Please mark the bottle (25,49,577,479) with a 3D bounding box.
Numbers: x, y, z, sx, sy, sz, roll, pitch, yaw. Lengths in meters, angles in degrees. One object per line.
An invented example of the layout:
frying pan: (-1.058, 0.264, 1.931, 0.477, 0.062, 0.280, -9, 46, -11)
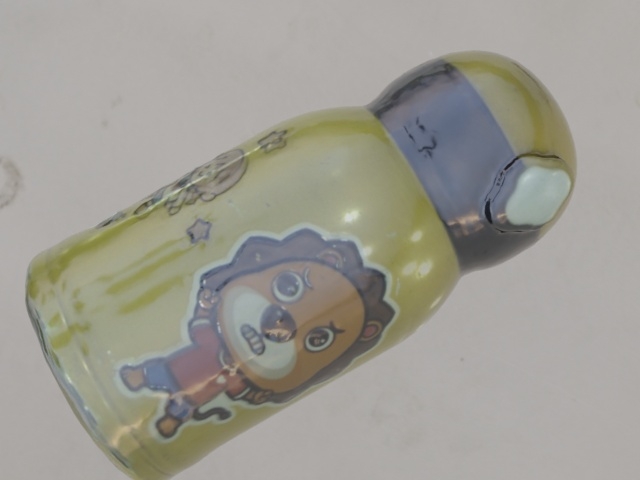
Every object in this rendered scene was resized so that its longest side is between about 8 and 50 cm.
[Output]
bottle: (0.000, 0.000, 0.599, 0.351, 0.171, 0.171, -30, 60, 0)
